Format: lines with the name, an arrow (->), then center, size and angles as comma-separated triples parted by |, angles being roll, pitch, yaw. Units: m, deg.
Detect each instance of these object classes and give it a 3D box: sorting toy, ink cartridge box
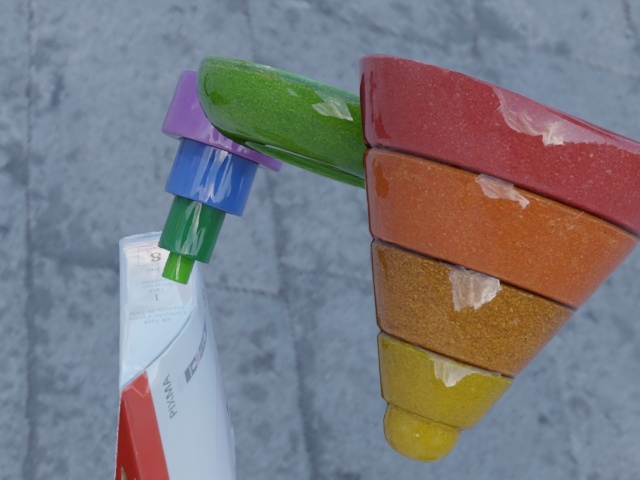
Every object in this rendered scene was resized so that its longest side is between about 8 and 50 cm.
sorting toy -> 0.000, 0.000, 0.594 | 0.127, 0.365, 0.126 | 19, 88, -25
ink cartridge box -> -0.084, 0.133, 0.869 | 0.066, 0.189, 0.232 | -10, 35, -5
